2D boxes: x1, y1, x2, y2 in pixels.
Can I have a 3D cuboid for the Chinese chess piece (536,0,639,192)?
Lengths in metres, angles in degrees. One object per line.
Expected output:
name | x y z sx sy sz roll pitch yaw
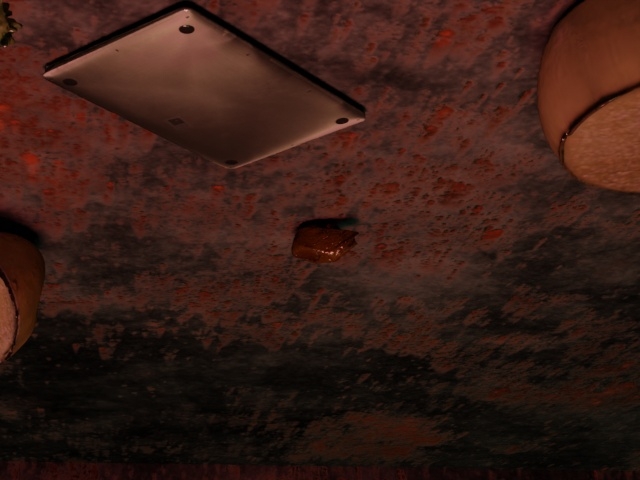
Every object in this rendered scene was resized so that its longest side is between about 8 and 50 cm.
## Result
Chinese chess piece | 0.326 -0.134 1.109 0.270 0.112 0.270 -2 159 -1

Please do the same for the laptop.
laptop | -0.104 -0.137 1.209 0.188 0.015 0.269 -17 153 34

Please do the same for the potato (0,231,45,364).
potato | -0.391 0.049 1.526 0.117 0.182 0.202 -31 162 -43

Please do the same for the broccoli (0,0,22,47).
broccoli | -0.215 -0.210 0.920 0.204 0.118 0.122 -19 134 9

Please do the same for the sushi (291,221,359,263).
sushi | 0.000 0.000 1.525 0.099 0.047 0.050 4 153 35
